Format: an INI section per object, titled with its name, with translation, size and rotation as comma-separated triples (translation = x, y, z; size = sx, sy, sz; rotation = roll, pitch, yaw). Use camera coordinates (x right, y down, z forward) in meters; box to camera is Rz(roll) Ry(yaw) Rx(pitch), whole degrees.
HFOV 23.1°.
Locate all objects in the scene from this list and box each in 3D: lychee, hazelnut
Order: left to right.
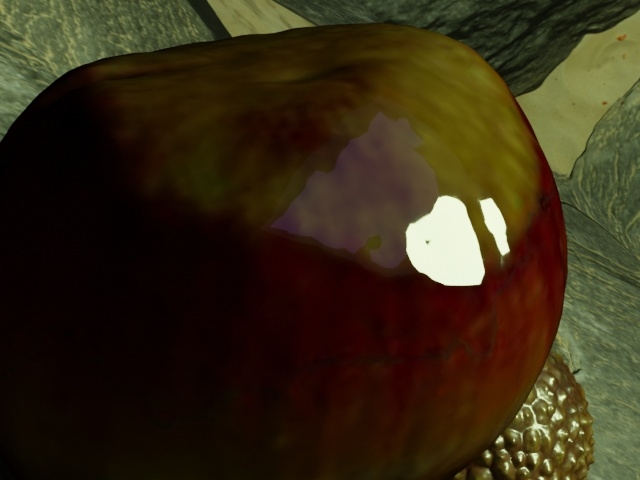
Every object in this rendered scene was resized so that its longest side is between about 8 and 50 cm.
[hazelnut]
translation = -0.027, 0.037, 1.098
size = 0.429, 0.402, 0.402
rotation = -11, 46, -30
[lychee]
translation = 0.161, 0.168, 1.483
size = 0.200, 0.200, 0.238
rotation = 26, 42, -29
